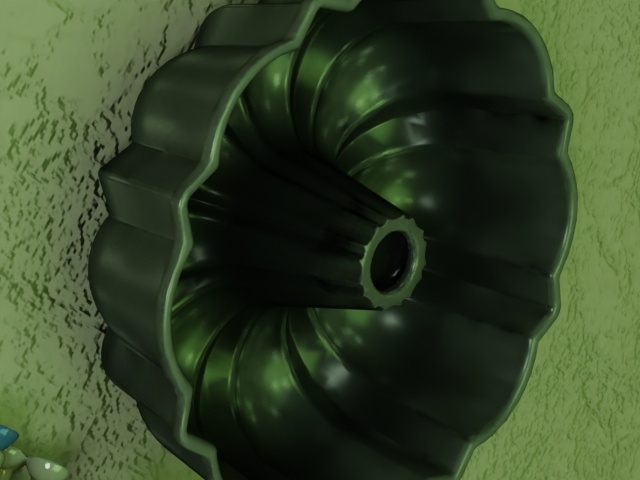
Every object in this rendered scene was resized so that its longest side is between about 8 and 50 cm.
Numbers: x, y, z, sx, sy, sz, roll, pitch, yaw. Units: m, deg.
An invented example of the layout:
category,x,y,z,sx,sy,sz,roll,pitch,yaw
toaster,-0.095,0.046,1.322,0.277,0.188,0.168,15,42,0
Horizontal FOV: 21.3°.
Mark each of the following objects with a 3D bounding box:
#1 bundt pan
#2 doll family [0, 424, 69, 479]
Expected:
category,x,y,z,sx,sy,sz,roll,pitch,yaw
bundt pan,0.000,0.000,0.982,0.331,0.124,0.331,-16,113,-41
doll family,-0.132,0.205,0.884,0.263,0.118,0.163,20,69,-4
